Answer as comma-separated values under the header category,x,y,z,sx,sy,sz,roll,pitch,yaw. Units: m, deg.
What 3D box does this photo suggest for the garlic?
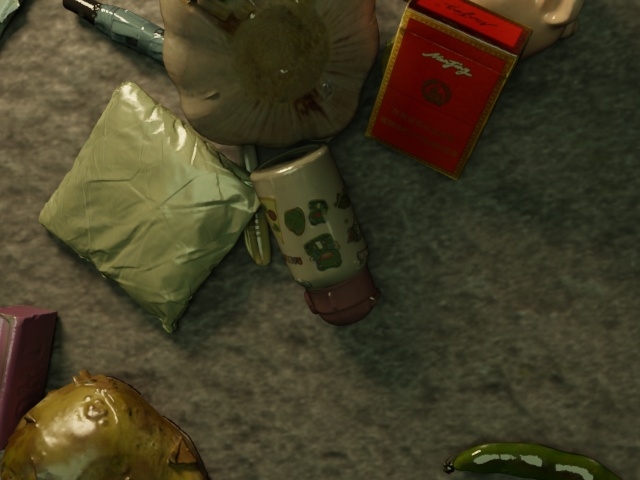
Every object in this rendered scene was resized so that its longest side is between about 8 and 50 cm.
category,x,y,z,sx,sy,sz,roll,pitch,yaw
garlic,-0.065,-0.271,1.095,0.322,0.241,0.321,6,136,6

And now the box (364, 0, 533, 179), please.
category,x,y,z,sx,sy,sz,roll,pitch,yaw
box,0.160,-0.203,1.073,0.153,0.239,0.074,30,56,9

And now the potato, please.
category,x,y,z,sx,sy,sz,roll,pitch,yaw
potato,-0.315,0.348,1.163,0.300,0.196,0.246,42,97,4

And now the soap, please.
category,x,y,z,sx,sy,sz,roll,pitch,yaw
soap,-0.461,0.201,1.215,0.066,0.122,0.203,12,93,8

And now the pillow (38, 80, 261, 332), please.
category,x,y,z,sx,sy,sz,roll,pitch,yaw
pillow,-0.254,-0.048,1.199,0.281,0.076,0.274,39,105,6

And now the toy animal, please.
category,x,y,z,sx,sy,sz,roll,pitch,yaw
toy animal,0.204,-0.343,1.082,0.213,0.195,0.256,-34,89,15

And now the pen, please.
category,x,y,z,sx,sy,sz,roll,pitch,yaw
pen,-0.105,-0.077,1.209,0.040,0.032,0.233,-11,87,31

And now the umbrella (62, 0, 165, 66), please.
category,x,y,z,sx,sy,sz,roll,pitch,yaw
umbrella,-0.275,-0.309,1.216,0.251,0.053,0.052,28,96,6

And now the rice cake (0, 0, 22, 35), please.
category,x,y,z,sx,sy,sz,roll,pitch,yaw
rice cake,-0.465,-0.386,1.254,0.042,0.030,0.180,36,96,4

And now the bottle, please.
category,x,y,z,sx,sy,sz,roll,pitch,yaw
bottle,0.000,0.000,1.132,0.120,0.120,0.253,-18,107,8

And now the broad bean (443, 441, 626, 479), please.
category,x,y,z,sx,sy,sz,roll,pitch,yaw
broad bean,0.303,0.317,1.147,0.255,0.046,0.065,6,98,9

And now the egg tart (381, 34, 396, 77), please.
category,x,y,z,sx,sy,sz,roll,pitch,yaw
egg tart,0.137,-0.256,1.167,0.105,0.039,0.105,0,89,7
